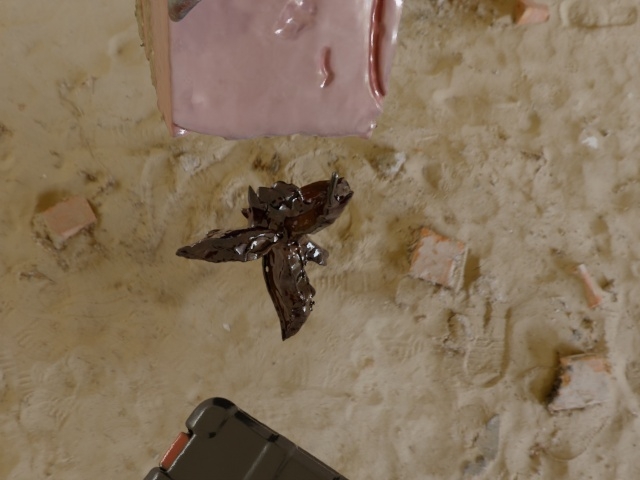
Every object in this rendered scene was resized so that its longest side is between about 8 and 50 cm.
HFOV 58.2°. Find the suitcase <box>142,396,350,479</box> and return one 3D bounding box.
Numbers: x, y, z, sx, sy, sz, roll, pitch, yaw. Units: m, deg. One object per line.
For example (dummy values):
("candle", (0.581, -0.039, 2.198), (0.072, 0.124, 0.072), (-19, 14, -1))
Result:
("suitcase", (-0.075, 0.271, 0.375), (0.206, 0.066, 0.285), (29, 63, 16))

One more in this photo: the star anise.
("star anise", (-0.008, 0.000, 0.452), (0.140, 0.144, 0.158), (36, 75, -41))

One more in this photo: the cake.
("cake", (-0.084, -0.314, 0.736), (0.314, 0.293, 0.306), (-8, 47, -16))

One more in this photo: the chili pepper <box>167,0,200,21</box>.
("chili pepper", (-0.096, -0.245, 0.503), (0.041, 0.153, 0.050), (53, 36, -18))
